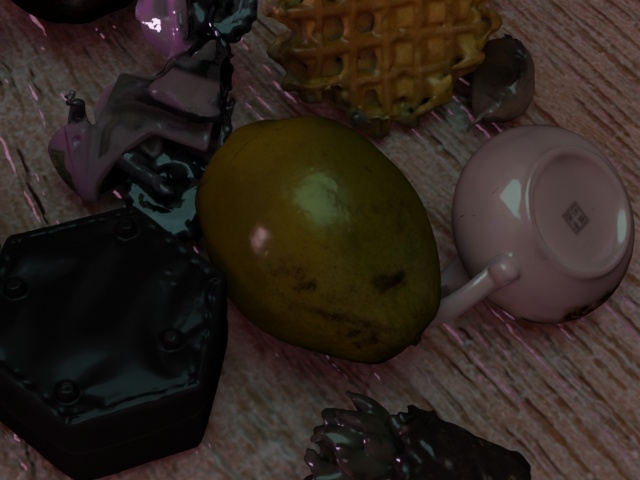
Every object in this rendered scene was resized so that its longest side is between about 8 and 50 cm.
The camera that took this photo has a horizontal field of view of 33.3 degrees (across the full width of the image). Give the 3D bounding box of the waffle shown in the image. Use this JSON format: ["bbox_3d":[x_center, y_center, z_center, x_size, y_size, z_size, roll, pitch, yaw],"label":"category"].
[{"bbox_3d":[0.077,-0.250,1.175,0.280,0.262,0.060,-52,32,2],"label":"waffle"}]

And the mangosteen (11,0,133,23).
[{"bbox_3d":[-0.248,-0.347,1.240,0.289,0.231,0.231,25,45,-39],"label":"mangosteen"}]

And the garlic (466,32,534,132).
[{"bbox_3d":[0.212,-0.176,1.253,0.084,0.066,0.152,-13,50,17],"label":"garlic"}]

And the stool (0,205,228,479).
[{"bbox_3d":[-0.193,0.090,0.966,0.232,0.141,0.232,4,55,-6],"label":"stool"}]

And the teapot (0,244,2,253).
[{"bbox_3d":[-0.399,-0.036,1.016,0.178,0.163,0.221,-13,60,-21],"label":"teapot"}]

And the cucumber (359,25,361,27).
[{"bbox_3d":[0.113,-0.304,1.285,0.245,0.134,0.134,-11,58,-19],"label":"cucumber"}]

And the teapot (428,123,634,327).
[{"bbox_3d":[0.214,-0.011,1.093,0.298,0.139,0.204,-33,98,-28],"label":"teapot"}]

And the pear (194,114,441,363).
[{"bbox_3d":[0.000,0.000,1.015,0.269,0.212,0.212,42,61,15],"label":"pear"}]

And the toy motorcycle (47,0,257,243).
[{"bbox_3d":[-0.176,-0.157,1.130,0.188,0.143,0.326,8,72,1],"label":"toy motorcycle"}]

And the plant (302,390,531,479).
[{"bbox_3d":[0.076,0.217,0.924,0.195,0.132,0.129,18,52,-1],"label":"plant"}]
